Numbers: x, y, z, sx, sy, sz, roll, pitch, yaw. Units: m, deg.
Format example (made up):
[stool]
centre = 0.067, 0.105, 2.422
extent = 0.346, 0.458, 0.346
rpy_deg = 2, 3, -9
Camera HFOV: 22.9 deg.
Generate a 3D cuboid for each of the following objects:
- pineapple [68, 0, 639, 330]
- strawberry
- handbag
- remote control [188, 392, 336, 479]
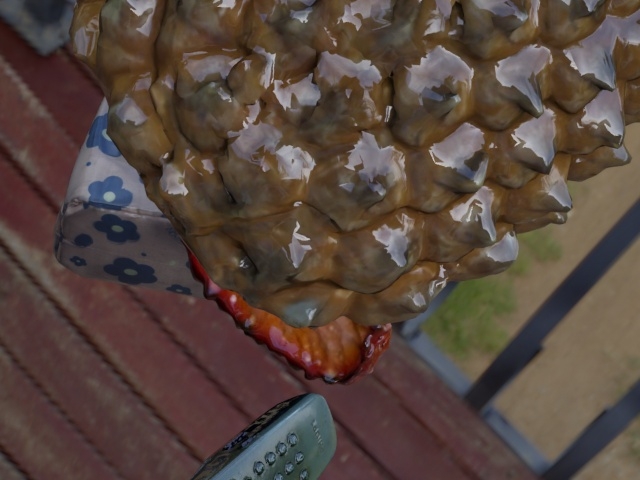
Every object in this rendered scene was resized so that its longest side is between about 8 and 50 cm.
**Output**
[pineapple]
centre = 0.087, -0.129, 0.585
extent = 0.223, 0.357, 0.223
rpy_deg = 40, 31, -30
[strawberry]
centre = 0.000, 0.000, 1.211
extent = 0.111, 0.190, 0.236
rpy_deg = -6, 57, -47
[handbag]
centre = -0.163, -0.055, 1.791
extent = 0.252, 0.190, 0.193
rpy_deg = 11, 57, -5
[remote control]
centre = -0.060, 0.177, 1.070
extent = 0.222, 0.042, 0.072
rpy_deg = -39, 120, -45
